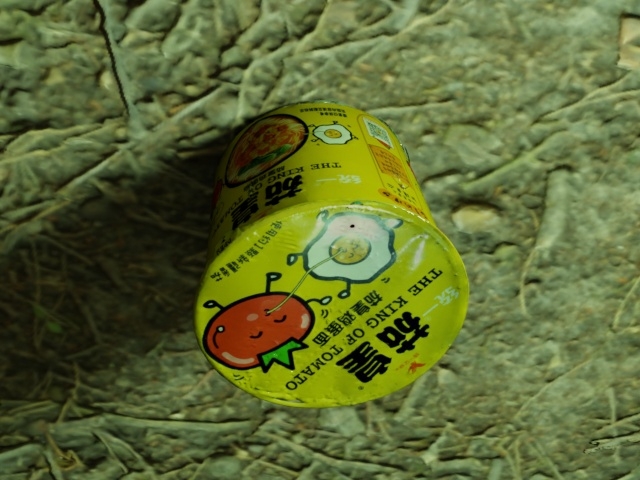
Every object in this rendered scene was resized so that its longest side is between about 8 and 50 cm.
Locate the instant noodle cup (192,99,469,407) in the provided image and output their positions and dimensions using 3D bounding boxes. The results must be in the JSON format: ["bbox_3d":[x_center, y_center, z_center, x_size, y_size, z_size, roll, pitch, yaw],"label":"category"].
[{"bbox_3d":[0.000,0.000,1.238,0.182,0.144,0.182,-4,131,-5],"label":"instant noodle cup"}]
